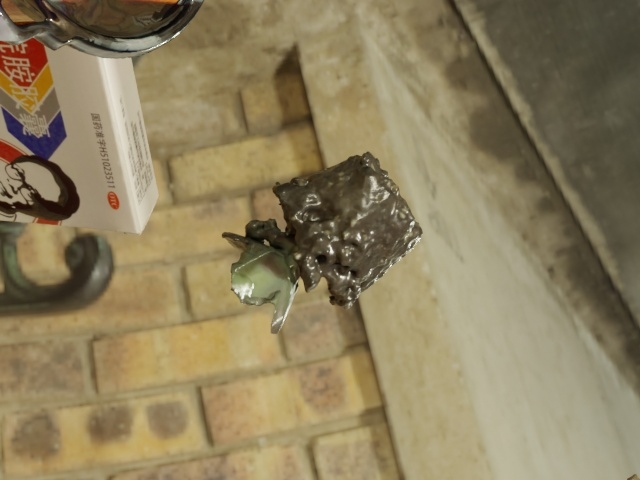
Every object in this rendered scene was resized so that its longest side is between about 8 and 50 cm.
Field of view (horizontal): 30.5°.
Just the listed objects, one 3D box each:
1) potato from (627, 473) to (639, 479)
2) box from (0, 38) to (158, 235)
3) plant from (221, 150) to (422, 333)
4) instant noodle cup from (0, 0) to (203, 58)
[{"bbox_3d":[0.301,0.282,1.023,0.243,0.138,0.098,-4,133,5],"label":"potato"},{"bbox_3d":[-0.275,-0.162,1.015,0.214,0.069,0.353,5,134,11],"label":"box"},{"bbox_3d":[0.000,0.000,1.237,0.203,0.142,0.131,-39,155,7],"label":"plant"},{"bbox_3d":[-0.143,-0.166,0.534,0.125,0.208,0.177,-2,127,31],"label":"instant noodle cup"}]
